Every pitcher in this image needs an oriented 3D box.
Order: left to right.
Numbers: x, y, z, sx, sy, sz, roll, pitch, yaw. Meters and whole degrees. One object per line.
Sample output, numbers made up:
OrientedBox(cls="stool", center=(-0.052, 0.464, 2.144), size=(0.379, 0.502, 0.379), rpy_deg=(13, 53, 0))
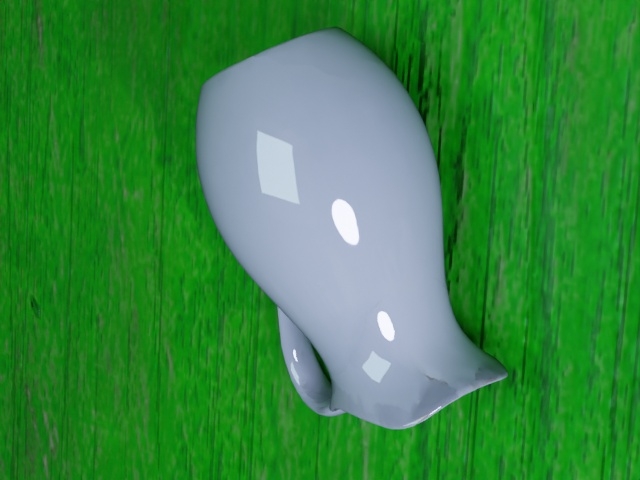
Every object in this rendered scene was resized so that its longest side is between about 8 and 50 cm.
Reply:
OrientedBox(cls="pitcher", center=(0.000, 0.000, 0.868), size=(0.178, 0.125, 0.207), rpy_deg=(-21, 93, 58))
